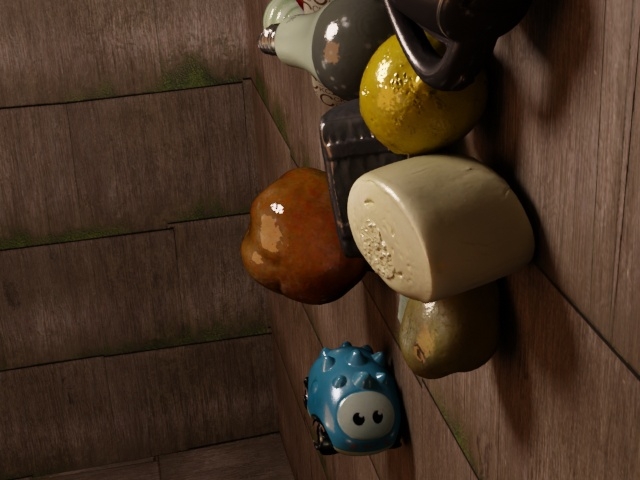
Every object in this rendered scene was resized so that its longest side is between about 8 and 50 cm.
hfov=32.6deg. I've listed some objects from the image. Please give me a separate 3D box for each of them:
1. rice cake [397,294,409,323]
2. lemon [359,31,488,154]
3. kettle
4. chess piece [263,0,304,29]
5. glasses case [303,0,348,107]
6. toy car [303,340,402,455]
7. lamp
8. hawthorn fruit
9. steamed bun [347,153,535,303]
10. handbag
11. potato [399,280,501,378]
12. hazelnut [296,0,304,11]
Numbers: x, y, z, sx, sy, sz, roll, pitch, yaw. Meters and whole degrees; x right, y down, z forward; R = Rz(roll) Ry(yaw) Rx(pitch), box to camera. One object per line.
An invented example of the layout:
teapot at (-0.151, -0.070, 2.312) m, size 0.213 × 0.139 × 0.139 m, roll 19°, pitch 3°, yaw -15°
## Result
rice cake at (0.167, 0.136, 1.909) m, size 0.211 × 0.038 × 0.124 m, roll 86°, pitch 166°, yaw -67°
lemon at (0.138, -0.202, 1.489) m, size 0.206 × 0.173 × 0.173 m, roll 127°, pitch 134°, yaw -67°
kettle at (0.144, -0.328, 1.305) m, size 0.268 × 0.207 × 0.290 m, roll 105°, pitch 147°, yaw -48°
chess piece at (-0.017, -0.455, 2.366) m, size 0.271 × 0.139 × 0.139 m, roll -142°, pitch 43°, yaw -58°
glasses case at (0.046, -0.366, 1.910) m, size 0.355 × 0.137 × 0.085 m, roll 83°, pitch -158°, yaw -50°
toy car at (0.070, 0.318, 2.258) m, size 0.255 × 0.188 × 0.190 m, roll -107°, pitch 19°, yaw -49°
lamp at (0.039, -0.330, 1.792) m, size 0.314 × 0.182 × 0.182 m, roll 32°, pitch 132°, yaw 52°
hawthorn fruit at (0.000, 0.000, 2.213) m, size 0.268 × 0.300 × 0.268 m, roll -49°, pitch -29°, yaw -39°
steamed bun at (0.155, -0.032, 1.447) m, size 0.250 × 0.200 × 0.155 m, roll 41°, pitch 143°, yaw 56°
handbag at (0.114, -0.101, 1.700) m, size 0.181 × 0.181 × 0.254 m, roll -35°, pitch -63°, yaw -69°
potato at (0.183, 0.096, 1.560) m, size 0.157 × 0.157 × 0.194 m, roll 151°, pitch 112°, yaw -79°
hazelnut at (0.031, -0.478, 1.993) m, size 0.201 × 0.160 × 0.170 m, roll 22°, pitch -113°, yaw -58°
